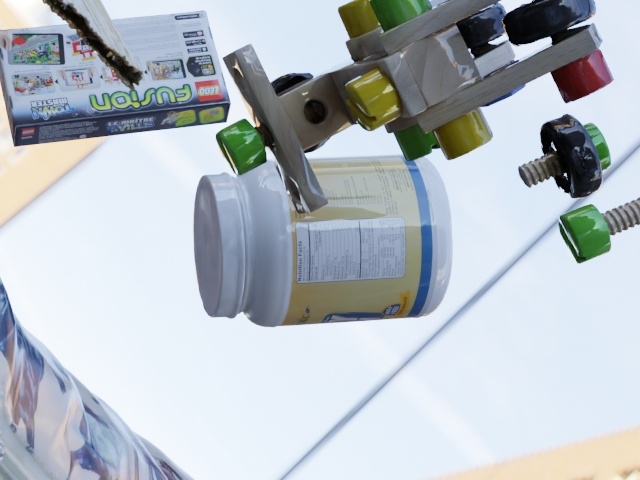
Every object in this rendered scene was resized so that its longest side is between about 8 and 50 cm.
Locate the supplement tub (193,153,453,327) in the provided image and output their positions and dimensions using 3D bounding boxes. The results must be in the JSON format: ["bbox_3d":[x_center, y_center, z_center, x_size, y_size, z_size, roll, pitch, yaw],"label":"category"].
[{"bbox_3d":[0.000,0.000,1.485,0.144,0.200,0.144,177,-90,-75],"label":"supplement tub"}]

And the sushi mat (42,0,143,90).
[{"bbox_3d":[-0.222,-0.259,1.272,0.316,0.019,0.151,62,8,30],"label":"sushi mat"}]

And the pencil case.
[{"bbox_3d":[-0.189,0.141,1.056,0.183,0.160,0.410,48,-7,33],"label":"pencil case"}]

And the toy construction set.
[{"bbox_3d":[0.037,-0.139,1.138,0.257,0.237,0.309,-124,-166,-57],"label":"toy construction set"}]

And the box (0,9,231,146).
[{"bbox_3d":[-0.199,-0.155,1.651,0.036,0.207,0.114,109,-31,-58],"label":"box"}]
